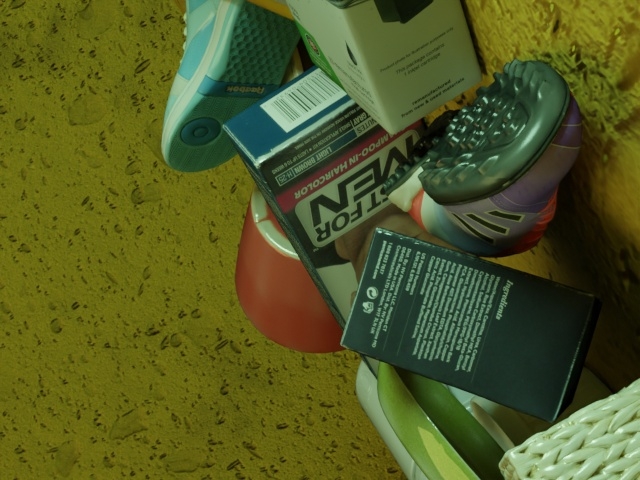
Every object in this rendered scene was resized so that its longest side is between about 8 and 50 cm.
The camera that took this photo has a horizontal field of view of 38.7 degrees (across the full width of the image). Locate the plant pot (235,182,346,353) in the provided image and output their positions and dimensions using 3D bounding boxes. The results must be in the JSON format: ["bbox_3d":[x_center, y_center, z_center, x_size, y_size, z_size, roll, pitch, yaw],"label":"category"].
[{"bbox_3d":[0.000,0.000,1.360,0.275,0.274,0.243,56,164,25],"label":"plant pot"}]

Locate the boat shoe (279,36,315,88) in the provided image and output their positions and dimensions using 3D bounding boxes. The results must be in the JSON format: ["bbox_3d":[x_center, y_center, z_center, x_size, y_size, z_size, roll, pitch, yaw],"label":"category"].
[{"bbox_3d":[0.003,-0.135,1.135,0.116,0.096,0.325,138,120,-64],"label":"boat shoe"}]

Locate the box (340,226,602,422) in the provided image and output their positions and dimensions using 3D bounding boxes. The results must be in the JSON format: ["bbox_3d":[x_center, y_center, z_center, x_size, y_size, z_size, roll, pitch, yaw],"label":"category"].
[{"bbox_3d":[0.119,0.061,0.682,0.158,0.093,0.156,17,-179,20],"label":"box"}]

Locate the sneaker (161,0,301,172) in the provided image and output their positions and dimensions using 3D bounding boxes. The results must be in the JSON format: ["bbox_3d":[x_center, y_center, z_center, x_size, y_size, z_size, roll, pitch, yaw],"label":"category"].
[{"bbox_3d":[-0.130,-0.252,1.126,0.127,0.319,0.208,3,-134,-37],"label":"sneaker"}]

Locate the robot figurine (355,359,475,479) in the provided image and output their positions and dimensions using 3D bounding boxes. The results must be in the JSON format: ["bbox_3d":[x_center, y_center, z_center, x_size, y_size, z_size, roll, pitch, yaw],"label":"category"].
[{"bbox_3d":[0.177,0.224,1.171,0.300,0.199,0.353,43,-173,-42],"label":"robot figurine"}]

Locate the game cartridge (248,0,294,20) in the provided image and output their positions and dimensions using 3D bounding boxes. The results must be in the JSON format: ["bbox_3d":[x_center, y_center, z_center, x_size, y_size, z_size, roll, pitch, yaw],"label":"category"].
[{"bbox_3d":[-0.126,-0.314,0.826,0.323,0.053,0.285,31,173,43],"label":"game cartridge"}]

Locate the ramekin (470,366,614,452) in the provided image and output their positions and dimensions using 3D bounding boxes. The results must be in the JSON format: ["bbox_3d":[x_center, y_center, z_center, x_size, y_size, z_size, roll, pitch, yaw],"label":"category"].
[{"bbox_3d":[0.251,0.216,0.904,0.207,0.109,0.207,58,175,8],"label":"ramekin"}]

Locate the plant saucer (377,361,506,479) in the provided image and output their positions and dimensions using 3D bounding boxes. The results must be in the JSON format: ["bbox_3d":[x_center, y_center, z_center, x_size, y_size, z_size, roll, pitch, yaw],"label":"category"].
[{"bbox_3d":[0.123,0.187,0.760,0.241,0.037,0.241,46,-173,-7],"label":"plant saucer"}]

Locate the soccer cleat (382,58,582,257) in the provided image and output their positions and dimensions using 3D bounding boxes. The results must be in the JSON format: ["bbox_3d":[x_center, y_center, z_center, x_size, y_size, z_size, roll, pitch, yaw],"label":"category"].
[{"bbox_3d":[0.129,-0.041,0.639,0.116,0.109,0.318,39,176,-3],"label":"soccer cleat"}]

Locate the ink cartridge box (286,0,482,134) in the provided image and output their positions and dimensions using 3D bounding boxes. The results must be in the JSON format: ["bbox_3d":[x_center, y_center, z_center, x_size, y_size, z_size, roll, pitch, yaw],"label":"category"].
[{"bbox_3d":[0.021,-0.204,0.655,0.153,0.086,0.208,52,172,48],"label":"ink cartridge box"}]

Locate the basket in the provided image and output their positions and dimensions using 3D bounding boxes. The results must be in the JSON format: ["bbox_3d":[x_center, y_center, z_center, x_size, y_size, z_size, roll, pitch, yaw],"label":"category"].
[{"bbox_3d":[0.207,0.153,0.593,0.103,0.167,0.113,61,177,21],"label":"basket"}]

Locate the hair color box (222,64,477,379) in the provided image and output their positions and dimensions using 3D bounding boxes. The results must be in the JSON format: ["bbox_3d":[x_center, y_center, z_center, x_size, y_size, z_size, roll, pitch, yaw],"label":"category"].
[{"bbox_3d":[0.054,-0.023,0.998,0.105,0.173,0.347,50,172,51],"label":"hair color box"}]
